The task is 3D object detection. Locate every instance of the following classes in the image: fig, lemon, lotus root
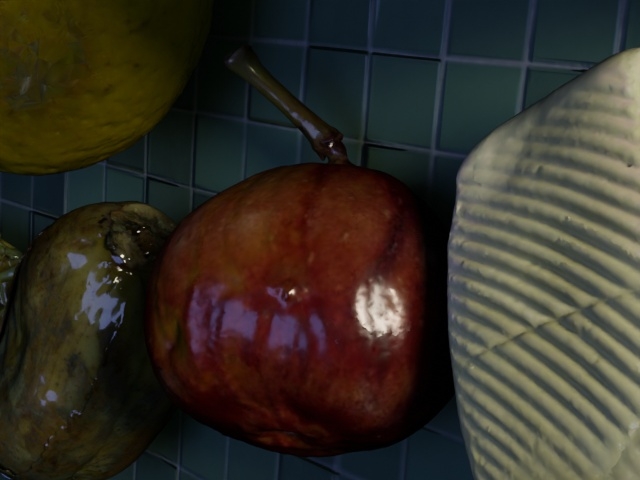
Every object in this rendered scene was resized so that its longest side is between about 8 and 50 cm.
[{"bbox_3d":[0.005,0.014,0.694,0.204,0.186,0.249,-3,50,26],"label":"fig"},{"bbox_3d":[-0.204,-0.179,0.800,0.253,0.254,0.310,45,127,31],"label":"lemon"},{"bbox_3d":[-0.185,0.092,0.882,0.160,0.152,0.275,49,120,26],"label":"lotus root"}]

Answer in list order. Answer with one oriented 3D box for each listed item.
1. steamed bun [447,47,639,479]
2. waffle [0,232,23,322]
[{"bbox_3d":[0.162,0.037,0.539,0.170,0.153,0.238,-29,50,47],"label":"steamed bun"},{"bbox_3d":[-0.322,0.086,1.083,0.214,0.054,0.207,35,122,34],"label":"waffle"}]
